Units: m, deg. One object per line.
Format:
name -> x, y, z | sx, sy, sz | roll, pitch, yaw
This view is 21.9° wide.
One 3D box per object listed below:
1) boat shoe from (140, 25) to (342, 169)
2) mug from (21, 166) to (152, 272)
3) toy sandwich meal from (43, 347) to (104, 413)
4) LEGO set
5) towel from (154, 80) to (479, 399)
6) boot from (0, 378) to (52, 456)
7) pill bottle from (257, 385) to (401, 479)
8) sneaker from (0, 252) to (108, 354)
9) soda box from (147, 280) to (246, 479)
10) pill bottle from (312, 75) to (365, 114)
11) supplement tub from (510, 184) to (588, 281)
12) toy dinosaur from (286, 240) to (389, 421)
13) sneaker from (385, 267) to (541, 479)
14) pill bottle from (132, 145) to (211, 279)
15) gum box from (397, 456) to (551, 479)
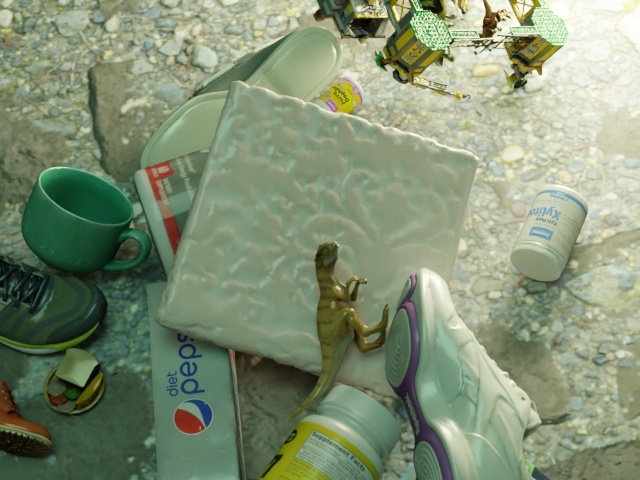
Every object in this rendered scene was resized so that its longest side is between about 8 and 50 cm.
boat shoe -> -0.113, -0.177, 2.228 | 0.319, 0.116, 0.099 | -39, 18, -11
mug -> -0.308, -0.011, 2.100 | 0.129, 0.097, 0.158 | 0, 37, -44
toy sandwich meal -> -0.304, 0.174, 2.037 | 0.086, 0.029, 0.085 | -3, 57, 4
LEGO set -> 0.147, -0.292, 2.208 | 0.331, 0.192, 0.255 | -17, 73, -41
towel -> 0.000, 0.000, 1.983 | 0.332, 0.053, 0.316 | 17, 81, -11
boot -> -0.387, 0.208, 2.009 | 0.158, 0.059, 0.084 | 17, 55, 17
pill bottle -> -0.002, 0.276, 1.888 | 0.119, 0.119, 0.208 | 27, 63, 21
sneaker -> -0.413, 0.058, 2.068 | 0.300, 0.121, 0.111 | 10, 59, 12
soda box -> -0.149, 0.185, 1.978 | 0.098, 0.091, 0.286 | -8, 57, 1
pill bottle -> 0.018, -0.182, 2.230 | 0.083, 0.043, 0.043 | -41, 62, -19
supplement tub -> 0.288, -0.010, 2.075 | 0.071, 0.071, 0.107 | 18, 60, 16
toy dinosaur -> 0.021, 0.109, 1.931 | 0.112, 0.064, 0.211 | 3, 84, -1
sneaker -> 0.165, 0.176, 1.904 | 0.152, 0.114, 0.305 | -1, 63, -21
pill bottle -> -0.080, -0.054, 2.085 | 0.283, 0.161, 0.161 | -19, 57, -7
gum box -> 0.168, 0.311, 1.895 | 0.184, 0.041, 0.157 | -40, 62, -19
